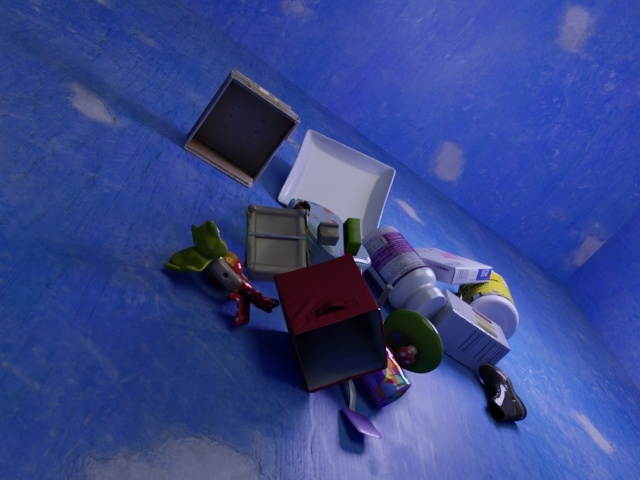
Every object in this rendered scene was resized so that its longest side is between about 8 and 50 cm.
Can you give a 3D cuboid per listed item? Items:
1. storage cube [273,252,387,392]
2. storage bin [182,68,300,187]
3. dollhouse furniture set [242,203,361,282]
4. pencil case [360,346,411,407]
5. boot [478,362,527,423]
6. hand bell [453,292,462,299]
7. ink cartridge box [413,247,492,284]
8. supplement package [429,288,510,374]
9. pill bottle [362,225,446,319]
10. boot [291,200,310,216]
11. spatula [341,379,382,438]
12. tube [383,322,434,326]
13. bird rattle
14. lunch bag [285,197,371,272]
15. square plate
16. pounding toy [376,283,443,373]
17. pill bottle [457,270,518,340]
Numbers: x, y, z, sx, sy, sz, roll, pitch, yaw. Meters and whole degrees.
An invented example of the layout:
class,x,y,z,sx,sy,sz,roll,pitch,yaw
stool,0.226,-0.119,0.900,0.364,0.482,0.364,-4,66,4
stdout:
class,x,y,z,sx,sy,sz,roll,pitch,yaw
storage cube,0.021,0.171,1.438,0.193,0.184,0.214,-114,-170,-51
storage bin,-0.236,-0.336,2.053,0.260,0.262,0.123,32,19,-22
dollhouse furniture set,-0.056,0.039,1.733,0.302,0.151,0.197,6,61,-13
pencil case,0.111,0.275,1.581,0.236,0.104,0.104,53,23,22
boot,0.517,0.450,1.999,0.137,0.076,0.198,7,36,-48
hand bell,0.491,0.305,2.253,0.242,0.126,0.126,51,19,-9
ink cartridge box,0.382,0.072,2.333,0.330,0.071,0.324,21,11,33
supplement package,0.453,0.291,2.122,0.244,0.134,0.139,34,21,-17
pill bottle,0.252,0.109,2.103,0.169,0.169,0.301,13,33,-51
boot,-0.090,-0.026,1.809,0.073,0.152,0.197,35,20,-13
spatula,0.065,0.331,1.507,0.084,0.030,0.296,29,22,-30
tube,0.245,0.264,1.936,0.240,0.070,0.062,8,70,-51
bird rattle,-0.200,0.066,1.477,0.254,0.143,0.207,39,3,-12
lunch bag,0.000,0.000,1.980,0.224,0.107,0.279,7,37,-52
square plate,0.059,-0.180,2.276,0.344,0.049,0.347,24,54,-6
pounding toy,0.191,0.260,1.732,0.237,0.183,0.110,46,47,16
pill bottle,0.599,0.223,2.447,0.188,0.188,0.334,37,20,-9
